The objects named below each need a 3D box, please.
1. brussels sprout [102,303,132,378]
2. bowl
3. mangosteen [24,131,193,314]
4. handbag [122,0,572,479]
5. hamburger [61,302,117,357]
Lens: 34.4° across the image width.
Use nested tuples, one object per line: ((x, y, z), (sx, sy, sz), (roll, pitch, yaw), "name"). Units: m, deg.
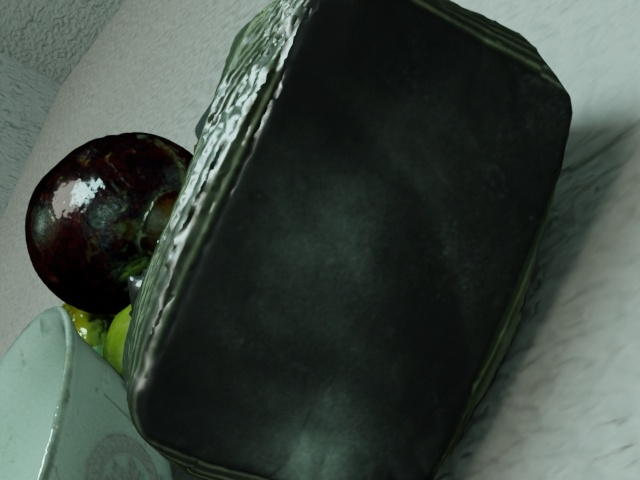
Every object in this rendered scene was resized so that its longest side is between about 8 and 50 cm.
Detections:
((-0.157, 0.123, 1.066), (0.155, 0.117, 0.155), (-11, 70, 31), "brussels sprout")
((-0.242, 0.295, 0.942), (0.435, 0.196, 0.435), (-47, 27, 34), "bowl")
((-0.208, 0.008, 1.190), (0.231, 0.231, 0.289), (-52, 54, 21), "mangosteen")
((0.000, 0.000, 0.707), (0.341, 0.247, 0.240), (-69, 21, -2), "handbag")
((-0.287, 0.138, 1.316), (0.214, 0.125, 0.235), (20, 96, 58), "hamburger")
